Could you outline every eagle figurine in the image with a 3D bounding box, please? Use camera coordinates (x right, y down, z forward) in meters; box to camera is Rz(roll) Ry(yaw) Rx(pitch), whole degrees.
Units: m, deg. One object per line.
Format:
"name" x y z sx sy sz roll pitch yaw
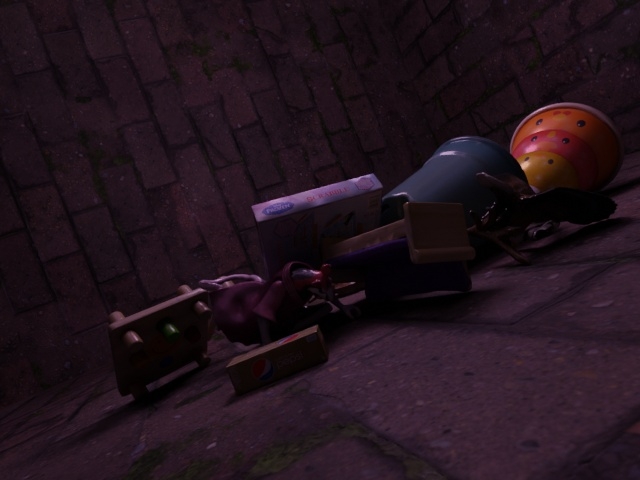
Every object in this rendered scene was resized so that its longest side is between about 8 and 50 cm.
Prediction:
"eagle figurine" 0.479 -0.073 1.007 0.298 0.226 0.225 -27 -18 -16

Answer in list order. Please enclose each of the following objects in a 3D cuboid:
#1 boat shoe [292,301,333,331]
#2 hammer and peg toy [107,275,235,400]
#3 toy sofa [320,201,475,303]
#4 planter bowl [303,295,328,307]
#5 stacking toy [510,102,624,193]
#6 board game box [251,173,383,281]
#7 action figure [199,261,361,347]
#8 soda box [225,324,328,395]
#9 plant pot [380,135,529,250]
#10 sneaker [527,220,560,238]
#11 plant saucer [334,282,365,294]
"boat shoe" -0.078 0.213 1.236 0.228 0.076 0.080 -22 0 -8
"hammer and peg toy" -0.371 0.255 1.172 0.361 0.127 0.266 -21 -45 -39
"toy sofa" 0.150 0.045 0.961 0.150 0.177 0.362 0 -11 -29
"planter bowl" -0.064 0.191 1.385 0.162 0.109 0.162 -22 0 0
"stacking toy" 0.715 -0.195 1.373 0.480 0.350 0.350 -42 12 -36
"board game box" 0.000 0.000 1.148 0.318 0.066 0.318 -16 -41 -12
"action figure" -0.087 0.126 1.038 0.248 0.275 0.370 -14 -20 -44
"soda box" -0.078 0.221 0.810 0.181 0.058 0.061 -22 0 2
"plant pot" 0.342 -0.074 1.220 0.334 0.341 0.341 -32 5 -30
"sneaker" 0.573 -0.024 1.102 0.083 0.032 0.037 -27 14 5
"plant saucer" 0.135 0.150 1.543 0.198 0.036 0.198 -22 0 0
